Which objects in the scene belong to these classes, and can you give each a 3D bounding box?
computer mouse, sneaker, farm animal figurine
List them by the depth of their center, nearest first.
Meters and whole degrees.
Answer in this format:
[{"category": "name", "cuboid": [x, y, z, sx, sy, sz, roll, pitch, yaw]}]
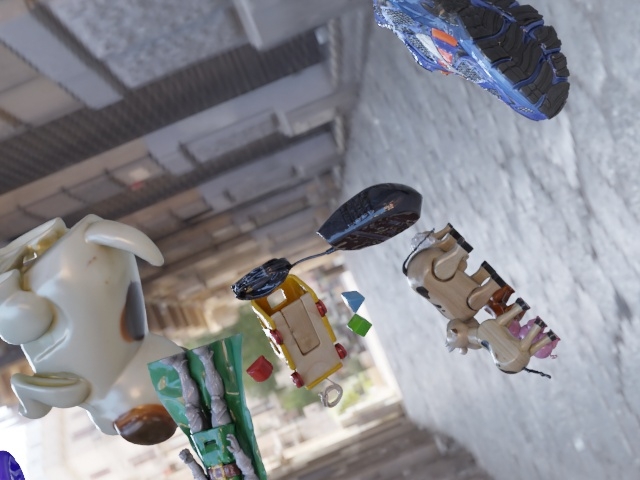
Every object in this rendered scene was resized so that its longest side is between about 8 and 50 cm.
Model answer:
[{"category": "sneaker", "cuboid": [0.130, -0.179, 1.012, 0.221, 0.083, 0.087, 45, 153, 20]}, {"category": "computer mouse", "cuboid": [0.000, 0.000, 1.135, 0.071, 0.242, 0.041, 11, -123, -55]}, {"category": "farm animal figurine", "cuboid": [0.278, 0.129, 2.126, 0.327, 0.172, 0.330, 46, -175, -1]}]

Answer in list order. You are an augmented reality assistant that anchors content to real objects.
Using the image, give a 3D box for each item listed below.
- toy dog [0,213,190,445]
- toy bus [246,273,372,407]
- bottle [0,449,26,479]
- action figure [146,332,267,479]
[{"category": "toy dog", "cuboid": [-0.371, 0.165, 1.967, 0.408, 0.395, 0.284, 57, -164, -19]}, {"category": "toy bus", "cuboid": [-0.035, 0.153, 1.847, 0.191, 0.202, 0.104, 12, -164, -35]}, {"category": "bottle", "cuboid": [-0.545, 0.390, 1.564, 0.118, 0.283, 0.092, -119, 8, -48]}, {"category": "action figure", "cuboid": [-0.116, 0.236, 1.301, 0.063, 0.137, 0.232, -14, -96, -61]}]
